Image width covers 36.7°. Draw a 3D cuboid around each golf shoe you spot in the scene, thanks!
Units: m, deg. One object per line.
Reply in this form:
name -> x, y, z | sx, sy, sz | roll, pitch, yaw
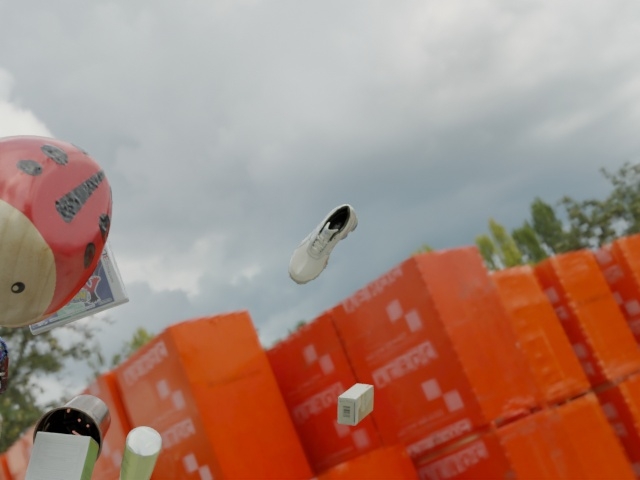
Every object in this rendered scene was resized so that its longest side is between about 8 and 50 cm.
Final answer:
golf shoe -> 0.000, 0.000, 1.768 | 0.176, 0.069, 0.086 | -53, -10, -12

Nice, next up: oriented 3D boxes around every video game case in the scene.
video game case -> -0.512, 0.075, 1.958 | 0.201, 0.183, 0.023 | -20, -20, -9

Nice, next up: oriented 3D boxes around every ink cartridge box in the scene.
ink cartridge box -> -0.500, 0.472, 1.812 | 0.109, 0.209, 0.062 | 4, -30, 7

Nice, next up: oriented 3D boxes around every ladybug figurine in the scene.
ladybug figurine -> -0.477, -0.039, 1.628 | 0.162, 0.305, 0.449 | -23, 23, 20

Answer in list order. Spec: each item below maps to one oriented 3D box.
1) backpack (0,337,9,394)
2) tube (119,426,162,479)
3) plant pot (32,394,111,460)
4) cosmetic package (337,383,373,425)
backpack -> -0.655, 0.240, 1.746 | 0.158, 0.117, 0.173 | 7, 8, -6
tube -> -0.329, 0.419, 1.694 | 0.070, 0.062, 0.240 | -41, -20, -44
plant pot -> -0.590, 0.459, 2.341 | 0.167, 0.167, 0.165 | -24, 6, 5
cosmetic package -> 0.075, 0.347, 2.046 | 0.041, 0.060, 0.115 | 3, 9, 22
